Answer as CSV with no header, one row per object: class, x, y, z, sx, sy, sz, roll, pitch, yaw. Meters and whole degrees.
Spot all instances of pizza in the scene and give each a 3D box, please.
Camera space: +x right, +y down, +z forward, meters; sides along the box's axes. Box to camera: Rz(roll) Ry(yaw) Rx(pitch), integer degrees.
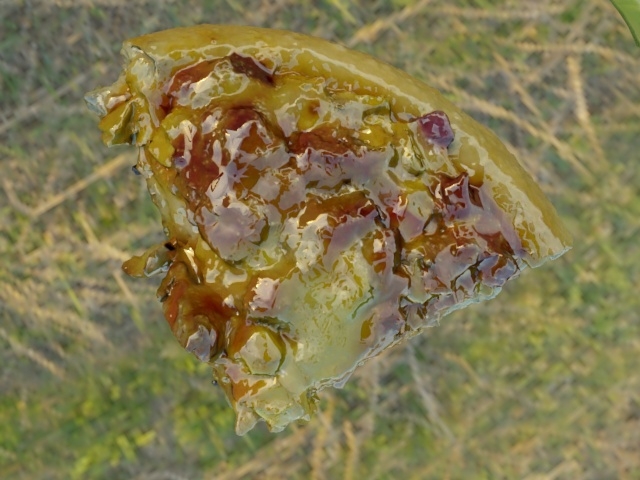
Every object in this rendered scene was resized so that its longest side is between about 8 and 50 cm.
pizza,0.000,0.000,0.913,0.289,0.081,0.229,26,74,-17

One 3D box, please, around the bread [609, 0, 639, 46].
bread,0.228,-0.205,0.516,0.307,0.348,0.348,-13,151,35
